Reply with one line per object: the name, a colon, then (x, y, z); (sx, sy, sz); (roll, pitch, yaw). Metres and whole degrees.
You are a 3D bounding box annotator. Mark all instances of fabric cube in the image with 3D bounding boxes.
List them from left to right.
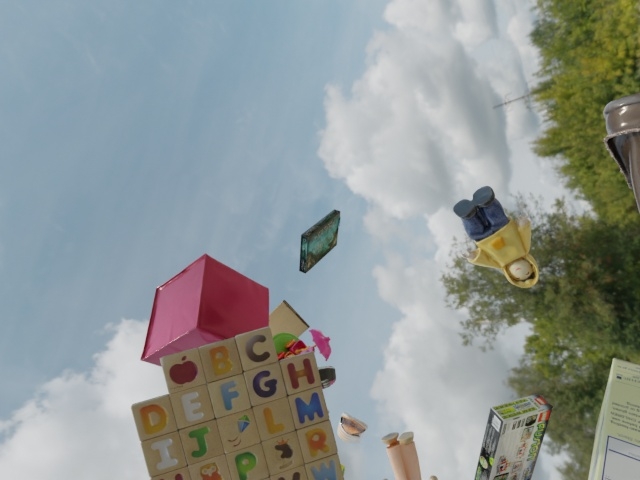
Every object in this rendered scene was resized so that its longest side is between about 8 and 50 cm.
fabric cube: (-0.333, 0.244, 1.239); (0.258, 0.259, 0.254); (36, -145, -38)

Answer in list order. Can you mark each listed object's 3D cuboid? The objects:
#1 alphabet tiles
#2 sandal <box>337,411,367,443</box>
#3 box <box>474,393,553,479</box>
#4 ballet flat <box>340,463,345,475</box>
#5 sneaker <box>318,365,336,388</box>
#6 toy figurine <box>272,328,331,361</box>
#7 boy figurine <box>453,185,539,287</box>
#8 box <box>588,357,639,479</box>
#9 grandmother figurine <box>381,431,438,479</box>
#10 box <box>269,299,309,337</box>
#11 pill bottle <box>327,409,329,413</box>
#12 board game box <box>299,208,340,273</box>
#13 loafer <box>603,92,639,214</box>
alphabet tiles: (-0.121, 0.321, 0.642); (0.285, 0.011, 0.342); (-14, -88, -8)
sandal: (0.112, 0.715, 1.530); (0.076, 0.102, 0.265); (-57, -20, -31)
box: (0.364, 0.395, 0.787); (0.114, 0.036, 0.207); (-7, -66, -17)
ballet flat: (-0.017, 0.667, 1.231); (0.077, 0.231, 0.077); (-44, -65, -37)
sneaker: (-0.039, 0.406, 1.251); (0.178, 0.077, 0.072); (0, -76, -25)
toy figurine: (-0.049, 0.272, 0.974); (0.130, 0.159, 0.173); (52, -138, -2)
boy figurine: (0.436, 0.009, 1.014); (0.285, 0.177, 0.092); (51, -161, -19)
box: (0.470, 0.345, 0.606); (0.243, 0.117, 0.213); (-49, -45, -35)
grandmother figurine: (0.301, 0.843, 1.404); (0.104, 0.208, 0.342); (-3, -106, -46)
box: (-0.166, 0.383, 1.833); (0.164, 0.201, 0.021); (45, -155, 3)
pill bottle: (-0.002, 0.616, 1.414); (0.043, 0.043, 0.083); (57, -132, -24)
board game box: (0.000, 0.000, 1.211); (0.186, 0.026, 0.126); (-40, -37, -48)
loafer: (0.527, -0.086, 0.594); (0.366, 0.134, 0.130); (26, -103, -29)
